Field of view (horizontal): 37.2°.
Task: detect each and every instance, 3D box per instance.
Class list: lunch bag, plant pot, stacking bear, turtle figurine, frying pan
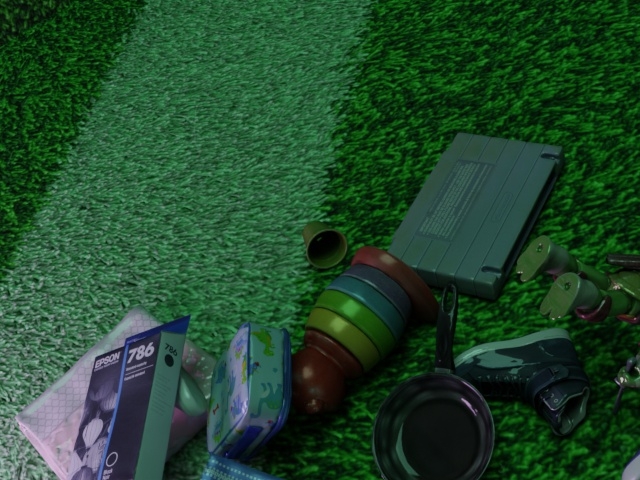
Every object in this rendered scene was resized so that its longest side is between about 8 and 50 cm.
[{"bbox_3d":[-0.115,0.249,1.524,0.090,0.219,0.176,13,52,-18],"label":"lunch bag"},{"bbox_3d":[0.000,0.000,1.825,0.083,0.083,0.079,-29,32,-6],"label":"plant pot"},{"bbox_3d":[0.043,0.165,1.591,0.175,0.164,0.289,22,64,37],"label":"stacking bear"},{"bbox_3d":[0.392,0.119,1.375,0.275,0.266,0.197,-28,47,48],"label":"turtle figurine"},{"bbox_3d":[0.162,0.243,1.473,0.197,0.053,0.326,-21,59,20],"label":"frying pan"}]

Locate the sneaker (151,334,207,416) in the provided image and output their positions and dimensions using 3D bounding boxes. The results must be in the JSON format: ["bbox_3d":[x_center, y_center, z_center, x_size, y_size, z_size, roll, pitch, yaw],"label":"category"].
[{"bbox_3d":[-0.268,0.251,1.621,0.094,0.080,0.212,-41,39,-7],"label":"sneaker"}]

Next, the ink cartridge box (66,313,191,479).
[{"bbox_3d":[-0.311,0.264,1.546,0.165,0.065,0.332,-23,43,29],"label":"ink cartridge box"}]

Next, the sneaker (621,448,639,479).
[{"bbox_3d":[0.542,0.230,1.362,0.323,0.130,0.236,-34,25,7],"label":"sneaker"}]

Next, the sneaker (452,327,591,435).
[{"bbox_3d":[0.301,0.232,1.462,0.226,0.086,0.163,-19,42,4],"label":"sneaker"}]

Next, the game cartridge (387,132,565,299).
[{"bbox_3d":[0.286,-0.055,1.769,0.230,0.068,0.355,10,52,35],"label":"game cartridge"}]

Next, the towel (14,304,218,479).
[{"bbox_3d":[-0.349,0.291,1.696,0.332,0.053,0.317,-43,47,-19],"label":"towel"}]

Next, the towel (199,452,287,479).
[{"bbox_3d":[-0.116,0.486,1.371,0.243,0.040,0.336,16,52,11],"label":"towel"}]
